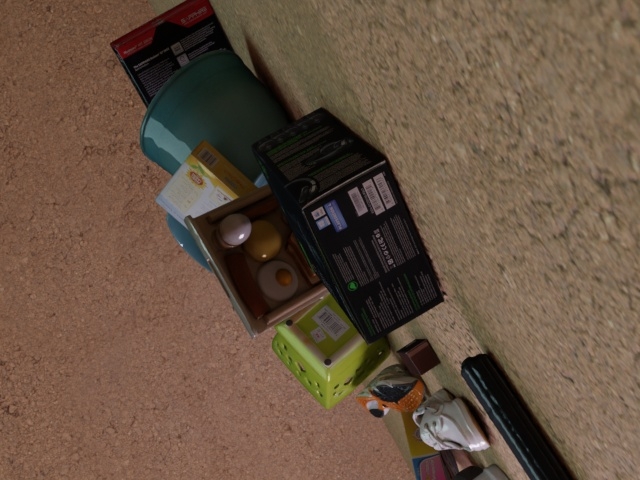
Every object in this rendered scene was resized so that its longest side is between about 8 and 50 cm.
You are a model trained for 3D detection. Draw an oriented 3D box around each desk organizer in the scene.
[{"bbox_3d":[0.182,0.218,1.640,0.050,0.047,0.130,57,174,4],"label":"desk organizer"}]

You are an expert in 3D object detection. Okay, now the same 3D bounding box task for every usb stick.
[{"bbox_3d":[0.269,0.269,1.133,0.278,0.045,0.077,58,173,20],"label":"usb stick"}]

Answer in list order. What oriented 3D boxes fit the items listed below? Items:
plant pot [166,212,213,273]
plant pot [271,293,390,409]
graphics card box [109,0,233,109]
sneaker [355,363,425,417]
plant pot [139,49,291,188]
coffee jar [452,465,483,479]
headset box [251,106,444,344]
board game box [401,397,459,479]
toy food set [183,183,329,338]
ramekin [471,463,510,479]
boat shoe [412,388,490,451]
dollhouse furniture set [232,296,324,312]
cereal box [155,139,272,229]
[{"bbox_3d":[-0.187,-0.062,2.139,0.293,0.235,0.293,27,151,16],"label":"plant pot"},{"bbox_3d":[0.025,0.239,2.147,0.228,0.227,0.207,45,163,20],"label":"plant pot"},{"bbox_3d":[-0.281,-0.335,1.982,0.371,0.232,0.094,62,169,-27],"label":"graphics card box"},{"bbox_3d":[0.177,0.333,2.055,0.099,0.121,0.262,41,153,-9],"label":"sneaker"},{"bbox_3d":[-0.164,-0.185,1.705,0.255,0.271,0.272,42,169,18],"label":"plant pot"},{"bbox_3d":[0.335,0.551,1.807,0.184,0.079,0.096,64,174,-33],"label":"coffee jar"},{"bbox_3d":[0.030,-0.033,1.278,0.246,0.131,0.283,64,174,-30],"label":"headset box"},{"bbox_3d":[0.273,0.541,1.995,0.316,0.064,0.242,-98,-17,-63],"label":"board game box"},{"bbox_3d":[-0.054,0.001,1.459,0.220,0.306,0.092,59,144,4],"label":"toy food set"},{"bbox_3d":[0.327,0.527,1.604,0.207,0.109,0.207,59,174,11],"label":"ramekin"},{"bbox_3d":[0.229,0.342,1.594,0.098,0.096,0.277,61,174,0],"label":"boat shoe"},{"bbox_3d":[-0.039,0.073,1.706,0.262,0.259,0.135,-150,63,-82],"label":"dollhouse furniture set"},{"bbox_3d":[-0.199,-0.070,1.612,0.173,0.047,0.240,42,151,-9],"label":"cereal box"}]
